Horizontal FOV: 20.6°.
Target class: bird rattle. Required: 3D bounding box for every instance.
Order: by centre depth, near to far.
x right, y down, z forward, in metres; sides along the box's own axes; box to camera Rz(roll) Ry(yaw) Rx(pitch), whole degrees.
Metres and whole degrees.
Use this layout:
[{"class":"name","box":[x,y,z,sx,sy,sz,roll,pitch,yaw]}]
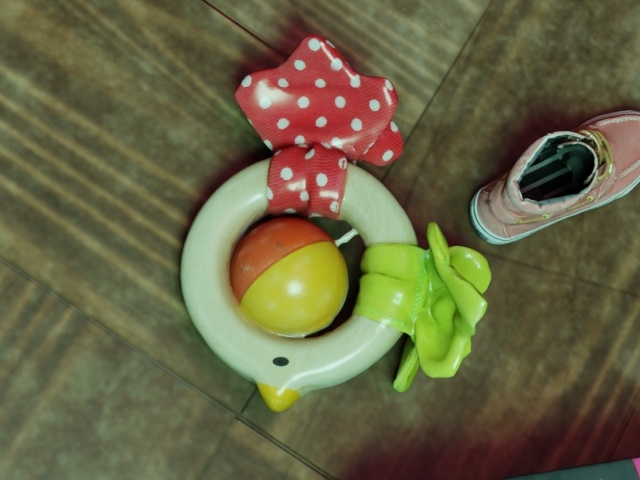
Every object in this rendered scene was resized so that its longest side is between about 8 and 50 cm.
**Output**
[{"class":"bird rattle","box":[0.000,0.000,1.199,0.207,0.143,0.253,-34,84,-8]}]

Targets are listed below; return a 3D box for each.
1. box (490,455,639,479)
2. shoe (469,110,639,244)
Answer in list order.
[{"class":"box","box":[0.151,0.226,1.155,0.270,0.165,0.143,-6,77,-20]},{"class":"shoe","box":[0.196,-0.055,1.300,0.178,0.081,0.063,-27,84,-24]}]
